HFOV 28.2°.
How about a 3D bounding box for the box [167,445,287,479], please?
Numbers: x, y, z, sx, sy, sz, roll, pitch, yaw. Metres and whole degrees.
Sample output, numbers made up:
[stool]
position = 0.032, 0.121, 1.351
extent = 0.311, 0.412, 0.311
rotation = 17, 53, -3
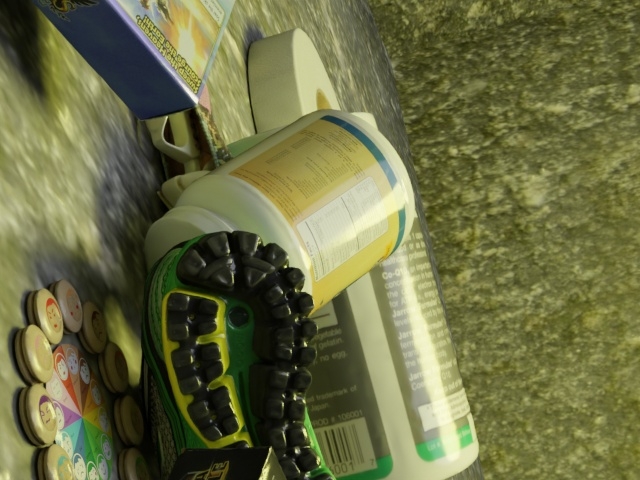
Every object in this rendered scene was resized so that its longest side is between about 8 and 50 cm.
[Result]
[box]
position = -0.047, 0.323, 0.725
extent = 0.295, 0.073, 0.293
rotation = -70, 148, -48

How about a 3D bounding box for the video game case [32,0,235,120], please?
[video game case]
position = -0.152, -0.264, 0.911
extent = 0.269, 0.061, 0.244
rotation = 50, 41, -39

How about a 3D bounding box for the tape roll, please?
[tape roll]
position = -0.006, -0.105, 1.796
extent = 0.392, 0.072, 0.392
rotation = -15, 90, -81

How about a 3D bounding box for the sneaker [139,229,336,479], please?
[sneaker]
position = -0.057, 0.163, 0.925
extent = 0.146, 0.134, 0.344
rotation = -178, -97, -69

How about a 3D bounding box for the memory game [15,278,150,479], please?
[memory game]
position = -0.150, 0.114, 0.826
extent = 0.186, 0.012, 0.186
rotation = -16, 90, -80

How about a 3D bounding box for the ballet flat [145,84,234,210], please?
[ballet flat]
position = -0.120, -0.076, 1.148
extent = 0.079, 0.077, 0.222
rotation = -5, 74, -61

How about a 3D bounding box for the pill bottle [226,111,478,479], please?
[pill bottle]
position = 0.017, 0.068, 1.268
extent = 0.204, 0.204, 0.361
rotation = 0, 75, -80

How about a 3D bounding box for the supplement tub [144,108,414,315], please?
[supplement tub]
position = -0.032, -0.009, 1.061
extent = 0.199, 0.144, 0.144
rotation = -35, 115, -37
